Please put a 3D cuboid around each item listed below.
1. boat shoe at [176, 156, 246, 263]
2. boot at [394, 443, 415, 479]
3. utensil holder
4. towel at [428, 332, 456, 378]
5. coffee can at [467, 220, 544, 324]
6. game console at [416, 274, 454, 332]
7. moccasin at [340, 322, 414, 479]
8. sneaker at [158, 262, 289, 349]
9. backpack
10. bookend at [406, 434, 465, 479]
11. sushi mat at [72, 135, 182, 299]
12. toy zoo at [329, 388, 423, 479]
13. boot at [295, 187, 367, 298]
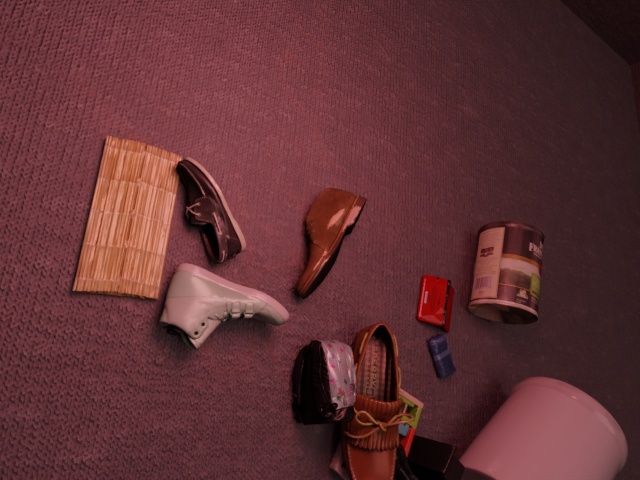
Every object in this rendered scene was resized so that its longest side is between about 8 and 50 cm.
[{"bbox_3d":[-0.242,-0.063,0.889,0.079,0.084,0.232,-32,102,-35],"label":"boat shoe"},{"bbox_3d":[0.168,0.555,1.010,0.099,0.045,0.121,-6,74,-35],"label":"boot"},{"bbox_3d":[0.588,0.624,1.169,0.386,0.328,0.327,-27,96,-32],"label":"utensil holder"},{"bbox_3d":[0.356,0.339,1.244,0.067,0.029,0.119,-16,89,-35],"label":"towel"},{"bbox_3d":[0.591,0.105,1.349,0.202,0.202,0.275,27,66,-27],"label":"coffee can"},{"bbox_3d":[0.350,0.191,1.281,0.124,0.085,0.143,13,69,1],"label":"game console"},{"bbox_3d":[0.129,0.378,0.968,0.139,0.147,0.379,13,62,-1],"label":"moccasin"},{"bbox_3d":[-0.196,0.163,0.864,0.256,0.094,0.150,25,61,-17],"label":"sneaker"},{"bbox_3d":[0.013,0.316,0.958,0.115,0.152,0.181,15,60,-37],"label":"backpack"},{"bbox_3d":[0.307,0.584,1.080,0.156,0.157,0.072,49,58,-15],"label":"bookend"},{"bbox_3d":[-0.370,-0.046,0.836,0.152,0.019,0.315,13,72,-30],"label":"sushi mat"},{"bbox_3d":[0.139,0.502,1.052,0.192,0.030,0.293,37,62,-18],"label":"toy zoo"},{"bbox_3d":[0.000,0.000,1.052,0.115,0.112,0.305,26,67,6],"label":"boot"}]
